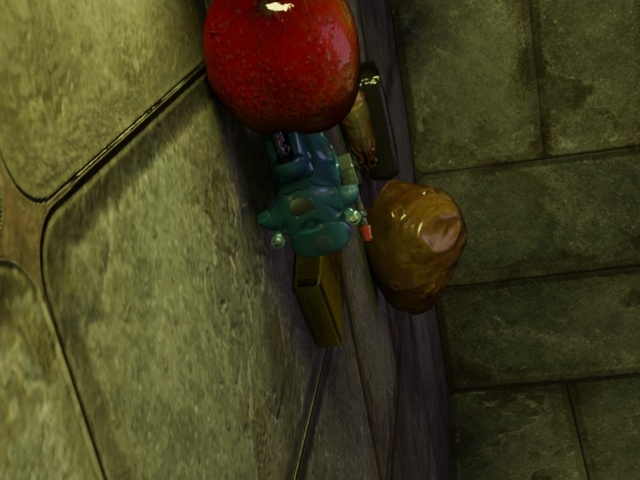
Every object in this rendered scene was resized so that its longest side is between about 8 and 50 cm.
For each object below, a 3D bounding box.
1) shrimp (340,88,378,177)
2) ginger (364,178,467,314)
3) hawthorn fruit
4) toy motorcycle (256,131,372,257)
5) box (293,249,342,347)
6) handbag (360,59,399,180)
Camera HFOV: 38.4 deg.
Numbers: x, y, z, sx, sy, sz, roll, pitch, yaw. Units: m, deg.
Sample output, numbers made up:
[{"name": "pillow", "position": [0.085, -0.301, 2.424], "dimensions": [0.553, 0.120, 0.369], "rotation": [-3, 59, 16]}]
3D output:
[{"name": "shrimp", "position": [0.067, -0.253, 1.821], "dimensions": [0.154, 0.062, 0.294], "rotation": [-91, 168, -59]}, {"name": "ginger", "position": [0.189, 0.012, 1.931], "dimensions": [0.223, 0.200, 0.269], "rotation": [26, 95, -42]}, {"name": "hawthorn fruit", "position": [-0.035, -0.202, 0.930], "dimensions": [0.169, 0.169, 0.188], "rotation": [-80, 171, -58]}, {"name": "toy motorcycle", "position": [-0.010, -0.071, 1.131], "dimensions": [0.272, 0.124, 0.182], "rotation": [-6, 79, -79]}, {"name": "box", "position": [0.000, -0.001, 1.350], "dimensions": [0.153, 0.041, 0.278], "rotation": [72, 14, -50]}, {"name": "handbag", "position": [0.116, -0.269, 2.058], "dimensions": [0.223, 0.080, 0.246], "rotation": [-87, 165, -73]}]
